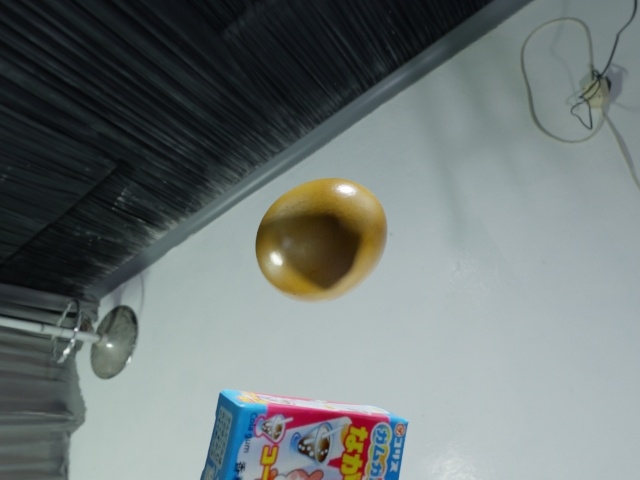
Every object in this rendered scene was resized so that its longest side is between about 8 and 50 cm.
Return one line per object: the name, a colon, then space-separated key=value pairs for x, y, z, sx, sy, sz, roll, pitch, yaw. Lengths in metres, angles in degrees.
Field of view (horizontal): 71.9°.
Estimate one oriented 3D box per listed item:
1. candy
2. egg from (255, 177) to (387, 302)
candy: x=-0.017 y=0.332 z=0.680 sx=0.100 sy=0.305 sz=0.158 roll=-8 pitch=68 yaw=60
egg: x=0.000 y=0.000 z=1.045 sx=0.351 sy=0.282 sz=0.283 roll=-38 pitch=52 yaw=40
